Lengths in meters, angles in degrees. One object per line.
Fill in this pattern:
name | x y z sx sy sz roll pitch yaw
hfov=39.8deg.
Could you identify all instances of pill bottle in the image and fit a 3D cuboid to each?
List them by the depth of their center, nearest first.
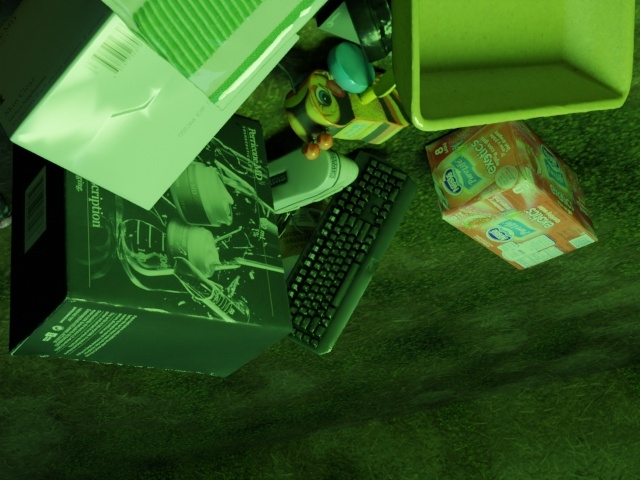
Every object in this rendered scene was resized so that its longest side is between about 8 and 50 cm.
pill bottle | 0.141 -0.286 1.009 0.219 0.123 0.123 -20 151 8
pill bottle | -0.035 0.033 1.462 0.131 0.229 0.131 -8 153 -4

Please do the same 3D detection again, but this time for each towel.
towel | -0.124 -0.305 0.778 0.248 0.038 0.325 -44 116 9

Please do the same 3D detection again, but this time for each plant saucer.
plant saucer | 0.176 -0.283 0.837 0.332 0.333 0.081 -12 -165 -38

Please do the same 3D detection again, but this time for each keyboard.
keyboard | 0.000 0.000 1.372 0.201 0.317 0.033 25 169 22

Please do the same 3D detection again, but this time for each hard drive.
hard drive | 0.075 -0.283 1.119 0.135 0.022 0.094 12 146 -35

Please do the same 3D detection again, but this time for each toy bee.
toy bee | 0.009 -0.170 1.167 0.298 0.162 0.195 1 154 -19

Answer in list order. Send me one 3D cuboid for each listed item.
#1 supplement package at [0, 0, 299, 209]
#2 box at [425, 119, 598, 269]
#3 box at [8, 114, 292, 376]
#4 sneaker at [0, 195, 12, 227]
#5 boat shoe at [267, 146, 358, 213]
supplement package | -0.198 -0.201 0.949 0.262 0.145 0.204 -48 142 8
box | 0.319 -0.076 1.460 0.154 0.142 0.300 -26 148 29
box | -0.231 -0.018 1.185 0.312 0.343 0.179 13 145 -37
sneaker | -0.540 -0.045 1.370 0.119 0.047 0.057 -10 132 -2
boat shoe | -0.061 -0.086 1.354 0.267 0.096 0.088 -18 164 38
